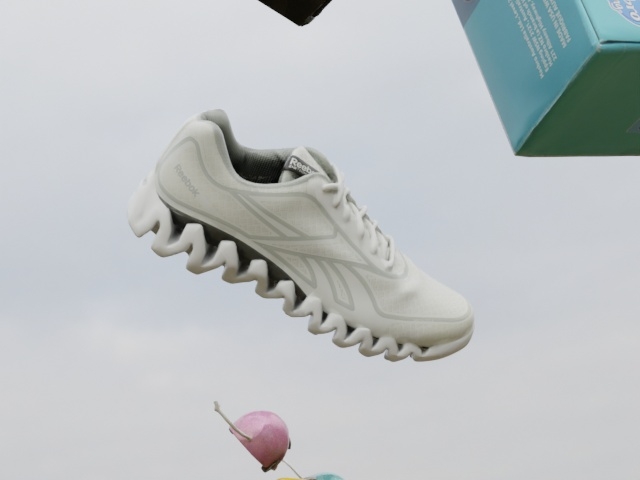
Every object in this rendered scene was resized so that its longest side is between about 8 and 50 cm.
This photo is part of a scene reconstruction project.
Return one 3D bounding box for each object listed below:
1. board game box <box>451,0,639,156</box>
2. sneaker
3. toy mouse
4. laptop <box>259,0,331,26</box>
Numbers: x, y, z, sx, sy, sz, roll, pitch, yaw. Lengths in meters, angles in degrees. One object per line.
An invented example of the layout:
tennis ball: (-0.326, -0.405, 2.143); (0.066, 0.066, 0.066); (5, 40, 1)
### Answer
board game box: (0.213, -0.165, 0.699); (0.336, 0.253, 0.079); (-2, -32, -26)
sneaker: (0.000, 0.000, 1.074); (0.292, 0.110, 0.118); (26, -71, -10)
toy mouse: (-0.011, 0.152, 0.894); (0.031, 0.161, 0.143); (-42, 7, 0)
laptop: (0.017, -0.332, 1.294); (0.136, 0.264, 0.234); (41, -71, -15)
